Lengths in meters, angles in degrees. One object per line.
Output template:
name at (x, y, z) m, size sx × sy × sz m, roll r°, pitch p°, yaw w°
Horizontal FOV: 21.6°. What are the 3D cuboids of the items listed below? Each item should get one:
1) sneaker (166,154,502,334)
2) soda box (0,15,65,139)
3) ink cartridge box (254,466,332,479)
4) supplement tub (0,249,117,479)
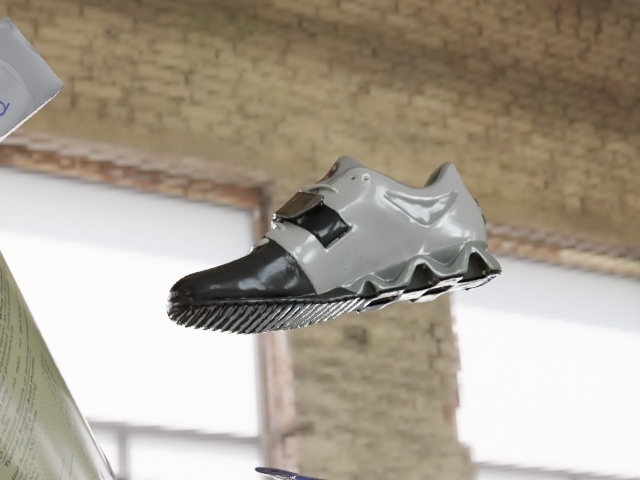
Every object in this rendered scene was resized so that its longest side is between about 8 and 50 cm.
sneaker at (0.000, 0.000, 1.574) m, size 0.330 × 0.146 × 0.122 m, roll -10°, pitch -11°, yaw -25°
soda box at (-0.384, -0.088, 1.591) m, size 0.091 × 0.286 × 0.098 m, roll 51°, pitch -27°, yaw -9°
ink cartridge box at (0.107, 0.224, 1.192) m, size 0.185 × 0.065 × 0.311 m, roll 26°, pitch -15°, yaw -39°
supplement tub at (-0.224, 0.077, 0.677) m, size 0.235 × 0.235 × 0.325 m, roll -7°, pitch -38°, yaw 6°
